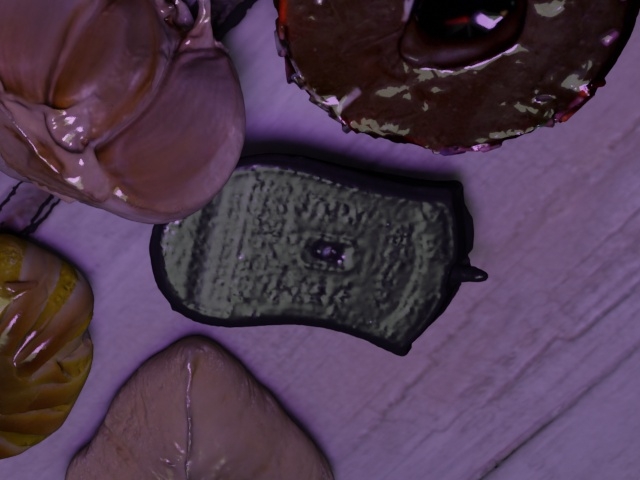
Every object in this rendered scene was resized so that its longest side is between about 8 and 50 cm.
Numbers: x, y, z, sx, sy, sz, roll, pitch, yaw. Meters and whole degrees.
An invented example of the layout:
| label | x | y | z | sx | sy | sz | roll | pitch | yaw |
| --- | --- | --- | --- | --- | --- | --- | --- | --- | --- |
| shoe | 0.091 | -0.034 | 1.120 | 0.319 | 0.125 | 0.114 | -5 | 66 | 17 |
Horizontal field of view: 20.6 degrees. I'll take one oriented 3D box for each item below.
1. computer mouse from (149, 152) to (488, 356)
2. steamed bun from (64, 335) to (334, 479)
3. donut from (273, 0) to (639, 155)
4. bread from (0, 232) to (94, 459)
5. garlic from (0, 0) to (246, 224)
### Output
| label | x | y | z | sx | sy | sz | roll | pitch | yaw |
| --- | --- | --- | --- | --- | --- | --- | --- | --- | --- |
| computer mouse | 0.000 | 0.000 | 1.346 | 0.264 | 0.088 | 0.147 | 13 | 110 | -13 |
| steamed bun | -0.114 | 0.212 | 1.495 | 0.212 | 0.110 | 0.231 | -31 | 122 | 20 |
| donut | 0.092 | -0.179 | 1.200 | 0.269 | 0.103 | 0.270 | -1 | 130 | -1 |
| bread | -0.277 | 0.089 | 1.389 | 0.213 | 0.105 | 0.213 | 0 | 129 | 0 |
| garlic | -0.164 | -0.104 | 1.228 | 0.229 | 0.178 | 0.143 | 38 | 151 | -9 |
